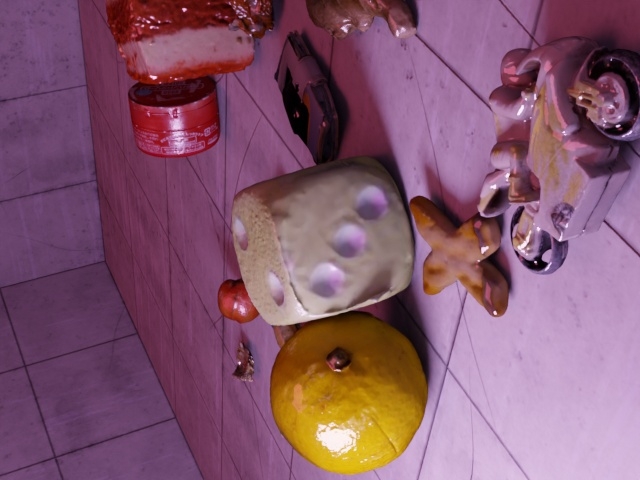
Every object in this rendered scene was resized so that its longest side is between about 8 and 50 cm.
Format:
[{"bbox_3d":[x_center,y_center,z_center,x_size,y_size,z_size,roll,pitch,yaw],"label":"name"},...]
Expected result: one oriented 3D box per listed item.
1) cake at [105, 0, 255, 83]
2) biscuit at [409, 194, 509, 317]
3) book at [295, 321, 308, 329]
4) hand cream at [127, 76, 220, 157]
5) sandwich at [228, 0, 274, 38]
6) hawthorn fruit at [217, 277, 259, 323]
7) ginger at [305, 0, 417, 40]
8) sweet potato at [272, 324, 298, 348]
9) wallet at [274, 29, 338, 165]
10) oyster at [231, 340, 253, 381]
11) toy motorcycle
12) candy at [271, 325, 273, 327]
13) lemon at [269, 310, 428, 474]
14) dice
[{"bbox_3d":[-0.317,-0.507,2.047,0.270,0.269,0.320,17,118,64],"label":"cake"},{"bbox_3d":[0.209,0.021,1.425,0.208,0.047,0.164,20,121,64],"label":"biscuit"},{"bbox_3d":[-0.087,0.086,2.165,0.374,0.028,0.263,129,123,-71],"label":"book"},{"bbox_3d":[-0.361,-0.312,2.354,0.230,0.230,0.150,43,144,53],"label":"hand cream"},{"bbox_3d":[-0.145,-0.479,1.871,0.184,0.109,0.160,-163,62,-65],"label":"sandwich"},{"bbox_3d":[-0.210,0.153,2.436,0.128,0.128,0.128,48,146,48],"label":"hawthorn fruit"},{"bbox_3d":[0.037,-0.404,1.518,0.333,0.080,0.166,32,145,64],"label":"ginger"},{"bbox_3d":[-0.047,0.238,2.066,0.233,0.062,0.081,54,148,28],"label":"sweet potato"},{"bbox_3d":[-0.030,-0.268,1.788,0.170,0.069,0.231,102,147,-57],"label":"wallet"},{"bbox_3d":[-0.216,0.350,2.663,0.177,0.056,0.106,116,146,-58],"label":"oyster"},{"bbox_3d":[0.268,-0.119,1.110,0.223,0.107,0.341,60,152,32],"label":"toy motorcycle"},{"bbox_3d":[-0.140,0.148,2.299,0.136,0.038,0.088,-121,6,-63],"label":"candy"},{"bbox_3d":[0.050,0.266,1.665,0.297,0.297,0.297,48,146,48],"label":"lemon"},{"bbox_3d":[0.000,0.000,1.642,0.254,0.251,0.250,-15,91,69],"label":"dice"}]
